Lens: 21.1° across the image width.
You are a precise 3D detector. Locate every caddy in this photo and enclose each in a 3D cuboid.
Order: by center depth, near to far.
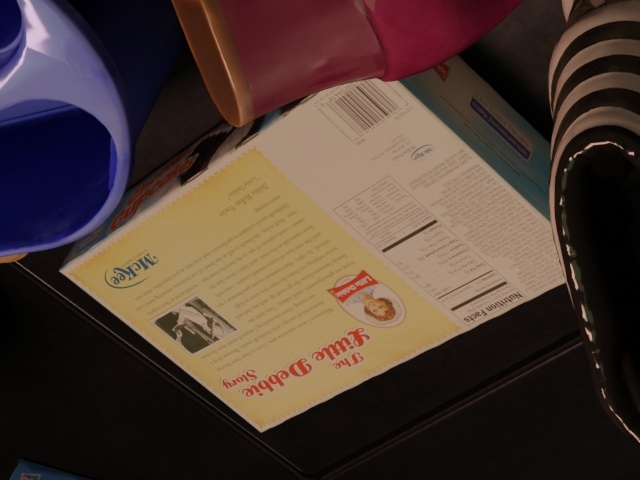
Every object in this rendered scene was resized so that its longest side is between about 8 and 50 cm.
[{"bbox_3d":[-0.246,-0.098,0.989,0.341,0.179,0.241,-10,128,32],"label":"caddy"}]

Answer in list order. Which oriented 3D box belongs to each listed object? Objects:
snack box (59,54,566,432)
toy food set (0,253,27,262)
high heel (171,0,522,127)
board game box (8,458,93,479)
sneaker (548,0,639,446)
[{"bbox_3d":[0.000,0.000,1.068,0.187,0.060,0.322,41,136,-19],"label":"snack box"},{"bbox_3d":[-0.236,-0.017,1.187,0.083,0.020,0.083,6,136,20],"label":"toy food set"},{"bbox_3d":[-0.018,-0.251,0.824,0.127,0.181,0.377,41,151,58],"label":"high heel"},{"bbox_3d":[-0.124,0.346,1.467,0.302,0.086,0.308,15,138,10],"label":"board game box"},{"bbox_3d":[0.248,0.066,0.875,0.169,0.257,0.447,-24,121,40],"label":"sneaker"}]
